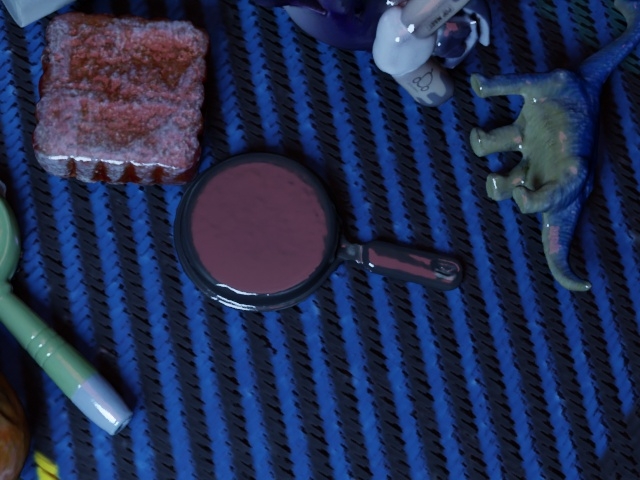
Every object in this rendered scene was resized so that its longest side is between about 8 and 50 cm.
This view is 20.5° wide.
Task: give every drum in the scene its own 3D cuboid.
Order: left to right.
[{"bbox_3d":[-0.231,0.035,1.359,0.253,0.049,0.130,29,72,5],"label":"drum"}]

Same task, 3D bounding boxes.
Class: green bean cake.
[{"bbox_3d":[-0.158,-0.111,1.409,0.135,0.056,0.135,6,72,-4],"label":"green bean cake"}]

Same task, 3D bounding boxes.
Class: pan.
[{"bbox_3d":[0.000,0.000,1.401,0.235,0.028,0.136,12,72,-1],"label":"pan"}]

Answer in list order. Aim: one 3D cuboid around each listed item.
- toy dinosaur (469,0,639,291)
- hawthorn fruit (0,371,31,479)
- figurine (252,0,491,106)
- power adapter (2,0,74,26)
[{"bbox_3d":[0.223,-0.080,1.427,0.188,0.075,0.247,-15,67,-12],"label":"toy dinosaur"},{"bbox_3d":[-0.280,0.156,1.284,0.149,0.149,0.189,-42,115,-16],"label":"hawthorn fruit"},{"bbox_3d":[0.024,-0.204,1.417,0.145,0.145,0.222,-37,56,-15],"label":"figurine"},{"bbox_3d":[-0.245,-0.249,1.410,0.205,0.125,0.130,-30,78,-14],"label":"power adapter"}]
